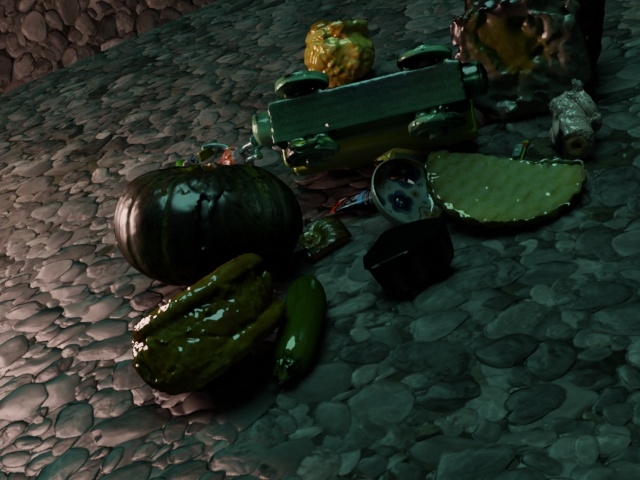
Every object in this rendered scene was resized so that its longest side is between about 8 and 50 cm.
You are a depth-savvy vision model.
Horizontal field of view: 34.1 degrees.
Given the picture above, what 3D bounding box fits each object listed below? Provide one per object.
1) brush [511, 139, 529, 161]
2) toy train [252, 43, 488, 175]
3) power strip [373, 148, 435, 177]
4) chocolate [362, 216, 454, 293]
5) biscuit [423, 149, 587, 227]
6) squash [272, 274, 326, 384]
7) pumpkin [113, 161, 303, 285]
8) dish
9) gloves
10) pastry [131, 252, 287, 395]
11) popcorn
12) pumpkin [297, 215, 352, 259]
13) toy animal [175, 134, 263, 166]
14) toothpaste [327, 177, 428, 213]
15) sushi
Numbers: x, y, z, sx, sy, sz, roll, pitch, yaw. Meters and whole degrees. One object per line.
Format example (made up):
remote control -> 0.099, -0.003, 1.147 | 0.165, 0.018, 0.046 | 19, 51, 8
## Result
brush -> 0.370, -0.170, 1.926 | 0.018, 0.021, 0.083 | -6, 28, 28
toy train -> 0.103, -0.235, 1.960 | 0.441, 0.179, 0.272 | -11, -10, 13
power strip -> 0.156, -0.138, 1.884 | 0.028, 0.049, 0.178 | -18, -12, 42
chocolate -> 0.134, 0.032, 1.626 | 0.148, 0.080, 0.125 | -35, 19, -17
biscuit -> 0.298, -0.081, 1.734 | 0.273, 0.036, 0.187 | 7, 41, 16
squash -> -0.028, 0.122, 1.561 | 0.069, 0.069, 0.258 | -11, 28, 12
pumpkin -> -0.200, -0.032, 1.769 | 0.320, 0.192, 0.320 | -6, 11, 1
dish -> 0.142, -0.065, 1.808 | 0.141, 0.078, 0.141 | 10, 56, -16
gloves -> 0.456, -0.207, 1.863 | 0.094, 0.110, 0.144 | -3, 58, 12
pastry -> -0.165, 0.130, 1.526 | 0.240, 0.132, 0.235 | -32, -2, -32
popcorn -> 0.047, -0.457, 2.516 | 0.180, 0.180, 0.170 | -1, 65, 30
pumpkin -> 0.002, 0.000, 1.815 | 0.101, 0.035, 0.073 | -27, 39, -24
toy animal -> -0.206, -0.172, 2.190 | 0.208, 0.100, 0.103 | -20, 63, 23
toothpaste -> 0.110, -0.080, 1.894 | 0.193, 0.045, 0.071 | -13, 18, 21
sushi -> 0.424, -0.422, 2.091 | 0.299, 0.281, 0.294 | -17, 23, 27
